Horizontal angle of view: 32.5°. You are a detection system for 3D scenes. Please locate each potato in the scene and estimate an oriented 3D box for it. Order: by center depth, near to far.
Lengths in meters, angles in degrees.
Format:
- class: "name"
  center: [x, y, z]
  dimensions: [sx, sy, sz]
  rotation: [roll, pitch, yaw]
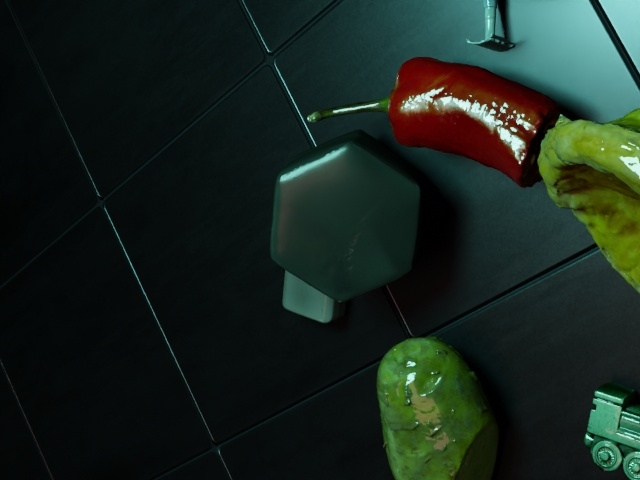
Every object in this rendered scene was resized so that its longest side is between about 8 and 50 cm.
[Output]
- class: "potato"
  center: [0.171, 0.280, 1.573]
  dimensions: [0.176, 0.141, 0.298]
  rotation: [-2, 106, 52]

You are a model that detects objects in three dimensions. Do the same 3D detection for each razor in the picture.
- class: "razor"
  center: [0.226, -0.322, 1.451]
  dimensions: [0.040, 0.068, 0.135]
  rotation: [1, 89, 36]

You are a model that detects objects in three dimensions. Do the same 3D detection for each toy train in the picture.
- class: "toy train"
  center: [0.424, 0.258, 1.410]
  dimensions: [0.171, 0.071, 0.111]
  rotation: [15, 102, 35]

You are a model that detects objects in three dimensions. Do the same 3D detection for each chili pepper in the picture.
- class: "chili pepper"
  center: [0.159, -0.182, 1.472]
  dimensions: [0.338, 0.135, 0.131]
  rotation: [23, 116, 30]

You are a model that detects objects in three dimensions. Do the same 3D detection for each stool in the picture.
- class: "stool"
  center: [0.041, -0.038, 1.559]
  dimensions: [0.232, 0.141, 0.232]
  rotation: [2, 106, 8]

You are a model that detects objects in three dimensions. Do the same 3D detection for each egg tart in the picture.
- class: "egg tart"
  center: [0.420, -0.029, 1.221]
  dimensions: [0.388, 0.388, 0.169]
  rotation: [36, 82, 27]

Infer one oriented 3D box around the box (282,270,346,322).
- class: "box"
  center: [0.000, 0.000, 1.695]
  dimensions: [0.103, 0.055, 0.243]
  rotation: [18, 111, 35]
